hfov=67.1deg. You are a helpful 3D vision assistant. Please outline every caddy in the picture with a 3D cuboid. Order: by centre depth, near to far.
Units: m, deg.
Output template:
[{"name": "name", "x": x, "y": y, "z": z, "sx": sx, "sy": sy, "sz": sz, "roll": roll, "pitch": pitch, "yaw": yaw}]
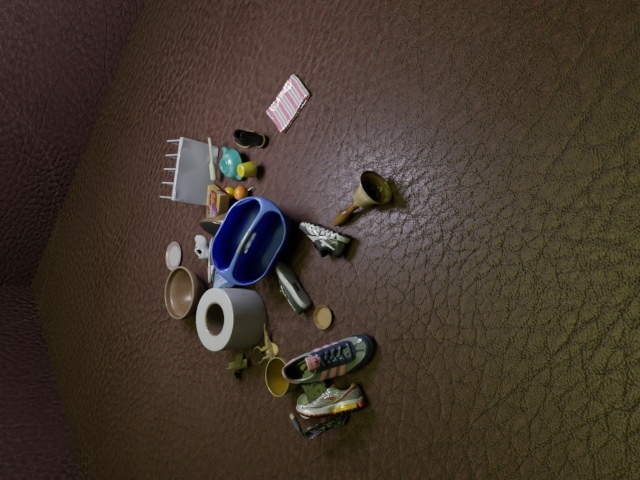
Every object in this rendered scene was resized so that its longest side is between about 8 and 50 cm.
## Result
[{"name": "caddy", "x": -0.257, "y": 0.001, "z": 1.791, "sx": 0.241, "sy": 0.179, "sz": 0.341, "roll": 31, "pitch": 100, "yaw": 8}]

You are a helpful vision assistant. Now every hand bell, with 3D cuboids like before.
[{"name": "hand bell", "x": 0.112, "y": -0.115, "z": 1.603, "sx": 0.242, "sy": 0.126, "sz": 0.126, "roll": -41, "pitch": 59, "yaw": 46}]

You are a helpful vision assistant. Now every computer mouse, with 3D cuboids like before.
[{"name": "computer mouse", "x": -0.034, "y": 0.538, "z": 1.647, "sx": 0.184, "sy": 0.060, "sz": 0.262, "roll": -34, "pitch": 68, "yaw": 5}]

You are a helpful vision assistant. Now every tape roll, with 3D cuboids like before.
[{"name": "tape roll", "x": -0.355, "y": 0.311, "z": 1.917, "sx": 0.246, "sy": 0.169, "sz": 0.246, "roll": -7, "pitch": 80, "yaw": 42}]

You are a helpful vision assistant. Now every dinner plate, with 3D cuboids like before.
[{"name": "dinner plate", "x": -0.723, "y": 0.078, "z": 2.384, "sx": 0.141, "sy": 0.017, "sz": 0.141, "roll": -7, "pitch": 80, "yaw": 41}]

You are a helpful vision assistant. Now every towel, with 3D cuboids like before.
[{"name": "towel", "x": -0.129, "y": -0.541, "z": 1.906, "sx": 0.197, "sy": 0.029, "sz": 0.144, "roll": -50, "pitch": 56, "yaw": 26}]

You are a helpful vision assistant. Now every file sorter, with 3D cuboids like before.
[{"name": "file sorter", "x": -0.608, "y": -0.309, "z": 2.209, "sx": 0.173, "sy": 0.193, "sz": 0.277, "roll": 8, "pitch": 90, "yaw": 45}]

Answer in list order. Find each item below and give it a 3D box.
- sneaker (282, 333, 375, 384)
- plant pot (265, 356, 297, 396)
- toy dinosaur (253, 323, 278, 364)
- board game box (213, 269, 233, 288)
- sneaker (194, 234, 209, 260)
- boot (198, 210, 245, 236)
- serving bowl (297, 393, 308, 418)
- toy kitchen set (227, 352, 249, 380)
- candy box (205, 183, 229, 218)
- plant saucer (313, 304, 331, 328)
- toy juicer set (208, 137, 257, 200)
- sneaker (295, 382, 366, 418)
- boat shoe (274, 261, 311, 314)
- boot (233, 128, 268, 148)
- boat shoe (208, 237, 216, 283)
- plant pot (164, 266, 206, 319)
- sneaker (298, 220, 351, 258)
[{"name": "sneaker", "x": 0.023, "y": 0.390, "z": 1.549, "sx": 0.319, "sy": 0.131, "sz": 0.112, "roll": -30, "pitch": 65, "yaw": 17}, {"name": "plant pot", "x": -0.120, "y": 0.484, "z": 1.727, "sx": 0.134, "sy": 0.095, "sz": 0.134, "roll": -8, "pitch": 79, "yaw": 46}, {"name": "toy dinosaur", "x": -0.205, "y": 0.417, "z": 1.859, "sx": 0.093, "sy": 0.053, "sz": 0.183, "roll": -24, "pitch": 76, "yaw": 22}, {"name": "board game box", "x": -0.378, "y": 0.100, "z": 2.003, "sx": 0.160, "sy": 0.039, "sz": 0.211, "roll": -31, "pitch": 44, "yaw": 36}, {"name": "sneaker", "x": -0.545, "y": 0.028, "z": 2.198, "sx": 0.053, "sy": 0.061, "sz": 0.152, "roll": -55, "pitch": 52, "yaw": 26}, {"name": "boot", "x": -0.372, "y": -0.078, "z": 2.011, "sx": 0.305, "sy": 0.112, "sz": 0.115, "roll": 1, "pitch": 54, "yaw": 30}, {"name": "serving bowl", "x": -0.044, "y": 0.580, "z": 1.695, "sx": 0.083, "sy": 0.027, "sz": 0.083, "roll": -5, "pitch": 82, "yaw": 42}, {"name": "toy kitchen set", "x": -0.324, "y": 0.513, "z": 1.964, "sx": 0.083, "sy": 0.075, "sz": 0.068, "roll": -15, "pitch": 30, "yaw": 8}, {"name": "candy box", "x": -0.451, "y": -0.138, "z": 2.102, "sx": 0.109, "sy": 0.053, "sz": 0.186, "roll": 39, "pitch": 128, "yaw": 38}, {"name": "plant saucer", "x": 0.011, "y": 0.269, "z": 1.690, "sx": 0.083, "sy": 0.015, "sz": 0.083, "roll": -6, "pitch": 81, "yaw": 43}, {"name": "toy juicer set", "x": -0.386, "y": -0.293, "z": 2.087, "sx": 0.329, "sy": 0.089, "sz": 0.209, "roll": 38, "pitch": 128, "yaw": 37}, {"name": "sneaker", "x": 0.030, "y": 0.521, "z": 1.564, "sx": 0.225, "sy": 0.088, "sz": 0.092, "roll": -13, "pitch": 63, "yaw": 4}, {"name": "boat shoe", "x": -0.118, "y": 0.175, "z": 1.778, "sx": 0.070, "sy": 0.078, "sz": 0.219, "roll": -49, "pitch": 57, "yaw": 25}, {"name": "boot", "x": -0.328, "y": -0.434, "z": 2.002, "sx": 0.198, "sy": 0.137, "sz": 0.077, "roll": 10, "pitch": 91, "yaw": 43}, {"name": "boat shoe", "x": -0.461, "y": 0.089, "z": 2.126, "sx": 0.075, "sy": 0.065, "sz": 0.206, "roll": 126, "pitch": 144, "yaw": -72}, {"name": "plant pot", "x": -0.600, "y": 0.238, "z": 2.189, "sx": 0.237, "sy": 0.110, "sz": 0.237, "roll": -6, "pitch": 81, "yaw": 41}, {"name": "sneaker", "x": 0.000, "y": 0.000, "z": 1.690, "sx": 0.234, "sy": 0.078, "sz": 0.106, "roll": 22, "pitch": 97, "yaw": 40}]
